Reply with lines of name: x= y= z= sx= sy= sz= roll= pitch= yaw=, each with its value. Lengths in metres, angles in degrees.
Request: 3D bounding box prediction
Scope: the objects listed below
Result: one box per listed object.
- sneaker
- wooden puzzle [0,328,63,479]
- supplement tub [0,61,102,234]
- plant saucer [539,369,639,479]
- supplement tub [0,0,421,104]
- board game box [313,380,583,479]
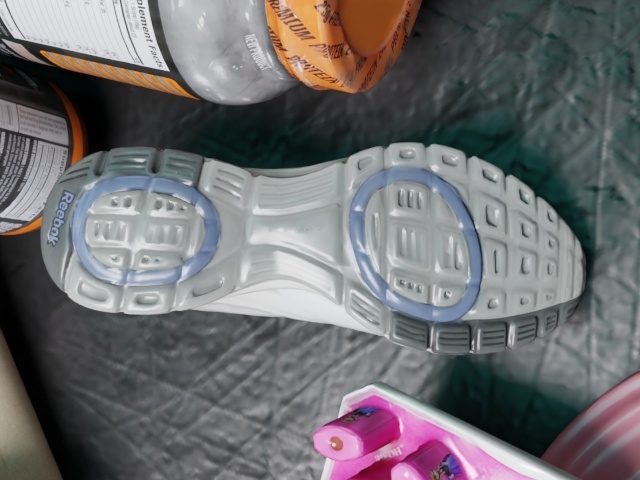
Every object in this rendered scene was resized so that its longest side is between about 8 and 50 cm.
sneaker: x=0.000 y=0.000 z=0.674 sx=0.297 sy=0.129 sz=0.111 roll=8 pitch=87 yaw=2
wooden puzzle: x=-0.285 y=0.130 z=0.623 sx=0.080 sy=0.347 sz=0.322 roll=-28 pitch=84 yaw=43
supplement tub: x=-0.208 y=-0.058 z=0.702 sx=0.106 sy=0.198 sz=0.106 roll=-1 pitch=86 yaw=19
plant saucer: x=0.241 y=0.211 z=0.582 sx=0.332 sy=0.084 sz=0.332 roll=-1 pitch=87 yaw=20
supplement tub: x=-0.107 y=-0.185 z=0.653 sx=0.316 sy=0.193 sz=0.194 roll=15 pitch=91 yaw=21
board game box: x=0.120 y=0.318 z=0.558 sx=0.389 sy=0.050 sz=0.390 roll=24 pitch=111 yaw=27
